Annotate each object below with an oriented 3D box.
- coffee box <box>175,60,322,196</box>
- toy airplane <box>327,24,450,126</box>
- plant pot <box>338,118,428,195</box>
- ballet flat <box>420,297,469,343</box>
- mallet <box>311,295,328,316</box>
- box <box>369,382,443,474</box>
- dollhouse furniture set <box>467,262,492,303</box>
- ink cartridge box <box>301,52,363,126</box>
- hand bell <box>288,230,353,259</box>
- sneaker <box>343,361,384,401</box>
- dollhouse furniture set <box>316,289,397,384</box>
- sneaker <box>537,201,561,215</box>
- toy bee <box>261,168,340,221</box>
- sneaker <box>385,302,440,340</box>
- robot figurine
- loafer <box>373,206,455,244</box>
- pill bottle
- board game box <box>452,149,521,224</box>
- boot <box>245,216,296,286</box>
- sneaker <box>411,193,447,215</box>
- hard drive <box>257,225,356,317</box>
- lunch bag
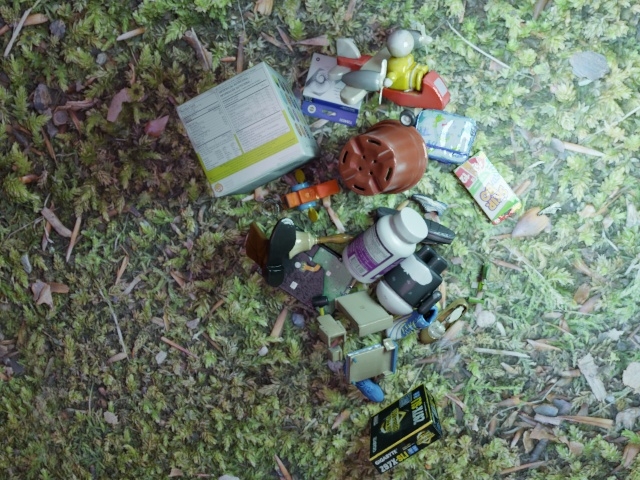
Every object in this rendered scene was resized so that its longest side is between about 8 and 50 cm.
[{"bbox_3d":[-0.236,-0.377,1.825,0.338,0.337,0.334,-24,93,12],"label":"coffee box"},{"bbox_3d":[0.217,-0.588,1.722,0.385,0.272,0.385,-4,57,-15],"label":"toy airplane"},{"bbox_3d":[0.204,-0.273,1.781,0.273,0.265,0.272,7,107,24],"label":"plant pot"},{"bbox_3d":[0.463,0.304,1.946,0.080,0.073,0.232,42,100,0],"label":"ballet flat"},{"bbox_3d":[0.000,0.301,1.963,0.063,0.039,0.189,0,100,6],"label":"mallet"},{"bbox_3d":[0.302,0.673,1.882,0.257,0.322,0.079,-34,92,10],"label":"box"},{"bbox_3d":[0.586,0.154,1.912,0.059,0.076,0.151,9,98,6],"label":"dollhouse furniture set"},{"bbox_3d":[0.052,-0.557,1.918,0.224,0.045,0.223,15,98,5],"label":"ink cartridge box"},{"bbox_3d":[0.000,0.000,1.910,0.242,0.126,0.126,-4,96,-5],"label":"hand bell"},{"bbox_3d":[0.165,0.557,2.009,0.069,0.082,0.209,-42,91,8],"label":"sneaker"},{"bbox_3d":[0.114,0.385,1.930,0.287,0.198,0.303,-13,119,-21],"label":"dollhouse furniture set"},{"bbox_3d":[0.830,-0.107,1.874,0.083,0.032,0.036,-29,92,10],"label":"sneaker"},{"bbox_3d":[-0.086,-0.169,1.943,0.299,0.162,0.195,3,88,-18],"label":"toy bee"},{"bbox_3d":[0.342,0.300,1.934,0.240,0.126,0.091,-41,90,9],"label":"sneaker"},{"bbox_3d":[0.333,0.149,1.899,0.174,0.209,0.278,40,99,-15],"label":"robot figurine"},{"bbox_3d":[0.343,-0.037,1.921,0.303,0.109,0.095,20,118,11],"label":"loafer"},{"bbox_3d":[0.229,0.014,1.841,0.169,0.169,0.301,50,128,0],"label":"pill bottle"},{"bbox_3d":[0.613,-0.190,1.894,0.124,0.039,0.259,-38,93,10],"label":"board game box"},{"bbox_3d":[-0.188,-0.005,1.897,0.096,0.280,0.263,-5,117,-25],"label":"boot"},{"bbox_3d":[0.397,-0.131,1.919,0.135,0.052,0.058,23,103,5],"label":"sneaker"},{"bbox_3d":[-0.040,0.118,1.995,0.339,0.064,0.236,33,99,3],"label":"hard drive"},{"bbox_3d":[0.442,-0.372,1.868,0.219,0.090,0.175,17,101,6],"label":"lunch bag"}]
